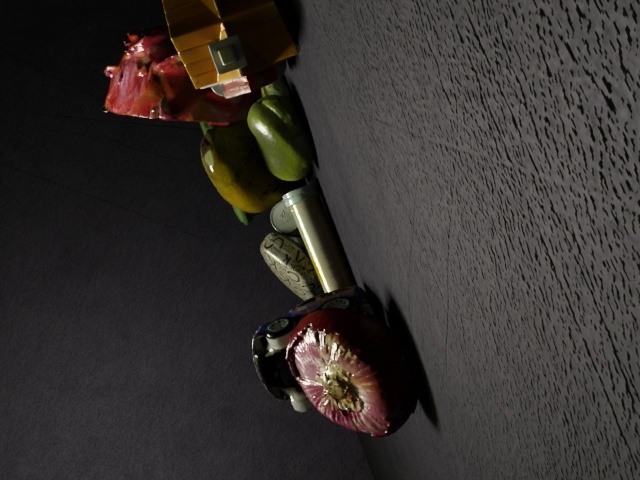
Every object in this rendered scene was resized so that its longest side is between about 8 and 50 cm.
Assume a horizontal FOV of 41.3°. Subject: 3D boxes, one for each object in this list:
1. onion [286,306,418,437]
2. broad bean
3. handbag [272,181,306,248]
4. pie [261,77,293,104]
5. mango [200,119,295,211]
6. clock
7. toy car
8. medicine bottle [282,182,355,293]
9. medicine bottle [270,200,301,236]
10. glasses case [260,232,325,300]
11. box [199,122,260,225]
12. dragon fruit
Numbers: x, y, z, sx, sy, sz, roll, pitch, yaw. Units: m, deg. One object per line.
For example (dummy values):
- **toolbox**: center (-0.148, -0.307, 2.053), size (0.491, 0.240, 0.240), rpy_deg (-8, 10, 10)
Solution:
- **onion**: center (0.064, 0.193, 1.336), size (0.229, 0.163, 0.230), rpy_deg (20, 129, 27)
- **broad bean**: center (-0.068, -0.185, 1.526), size (0.124, 0.082, 0.174), rpy_deg (22, 150, 40)
- **handbag**: center (-0.076, -0.091, 1.993), size (0.211, 0.088, 0.254), rpy_deg (66, 176, -25)
- **pie**: center (-0.079, -0.257, 1.622), size (0.187, 0.041, 0.187), rpy_deg (159, 90, -84)
- **mango**: center (-0.136, -0.149, 1.686), size (0.176, 0.176, 0.329), rpy_deg (38, -173, 1)
- **clock**: center (-0.137, -0.335, 1.275), size (0.309, 0.166, 0.235), rpy_deg (-100, -9, -77)
- **toy car**: center (0.002, 0.179, 1.496), size (0.158, 0.235, 0.172), rpy_deg (-91, -16, -68)
- **medicine bottle**: center (0.000, 0.000, 1.654), size (0.074, 0.073, 0.218), rpy_deg (148, 99, -85)
- **medicine bottle**: center (-0.052, -0.046, 1.758), size (0.080, 0.080, 0.130), rpy_deg (69, -166, 6)
- **glasses case**: center (-0.033, 0.076, 1.827), size (0.137, 0.085, 0.355), rpy_deg (34, 172, 22)
- **box**: center (-0.206, -0.240, 2.315), size (0.253, 0.177, 0.329), rpy_deg (-115, 5, -53)
- **dragon fruit**: center (-0.301, -0.378, 1.911), size (0.386, 0.370, 0.249), rpy_deg (-89, 3, -78)
